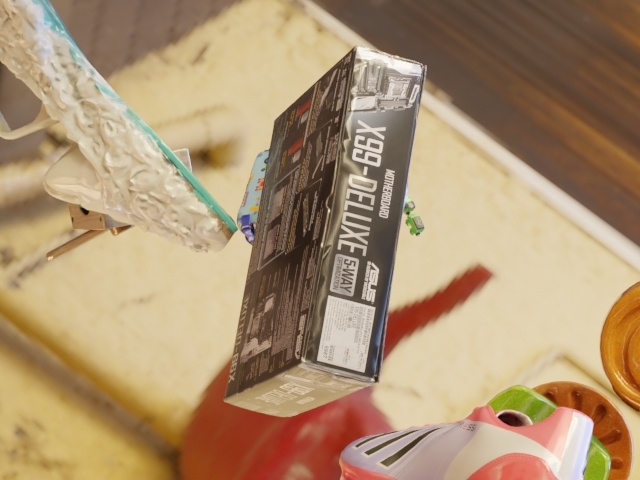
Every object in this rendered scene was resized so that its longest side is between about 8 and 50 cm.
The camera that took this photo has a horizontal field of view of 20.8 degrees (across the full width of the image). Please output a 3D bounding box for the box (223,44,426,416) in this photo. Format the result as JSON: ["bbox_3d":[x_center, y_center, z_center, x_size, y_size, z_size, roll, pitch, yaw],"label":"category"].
[{"bbox_3d":[0.000,0.000,1.650,0.242,0.076,0.307,145,-43,-66],"label":"box"}]

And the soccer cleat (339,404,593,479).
[{"bbox_3d":[0.097,0.151,1.182,0.095,0.083,0.248,-62,-158,-13],"label":"soccer cleat"}]

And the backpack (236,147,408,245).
[{"bbox_3d":[0.009,-0.045,2.037,0.117,0.173,0.158,49,47,-37],"label":"backpack"}]

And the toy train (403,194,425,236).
[{"bbox_3d":[0.103,-0.044,2.102,0.017,0.083,0.024,-19,165,-21],"label":"toy train"}]

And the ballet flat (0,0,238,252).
[{"bbox_3d":[-0.251,-0.123,1.747,0.147,0.409,0.147,-39,173,-6],"label":"ballet flat"}]

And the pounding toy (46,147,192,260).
[{"bbox_3d":[-0.225,-0.039,1.910,0.141,0.100,0.130,-12,-175,-26],"label":"pounding toy"}]

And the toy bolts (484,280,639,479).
[{"bbox_3d":[0.258,0.152,1.247,0.218,0.228,0.158,-51,161,12],"label":"toy bolts"}]
